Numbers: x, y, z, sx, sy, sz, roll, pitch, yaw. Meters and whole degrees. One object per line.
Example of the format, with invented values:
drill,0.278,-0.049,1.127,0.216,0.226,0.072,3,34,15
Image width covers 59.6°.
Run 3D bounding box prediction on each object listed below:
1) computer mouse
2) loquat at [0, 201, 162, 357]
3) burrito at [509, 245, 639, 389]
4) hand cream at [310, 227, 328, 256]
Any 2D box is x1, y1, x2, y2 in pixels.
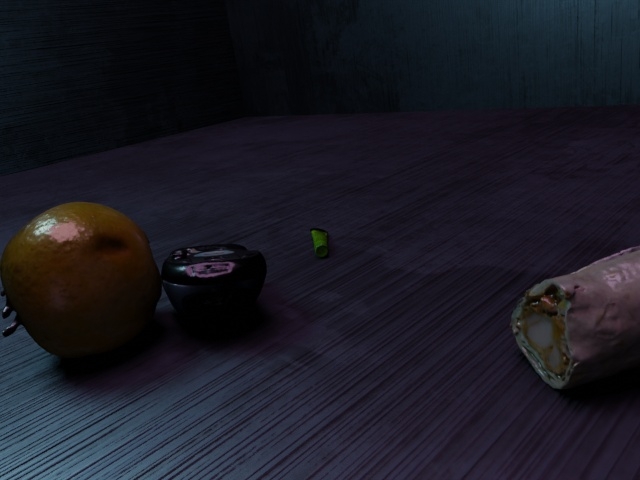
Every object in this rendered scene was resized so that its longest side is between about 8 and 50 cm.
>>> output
computer mouse,-0.150,0.058,0.789,0.137,0.096,0.233,0,4,-12
loquat,-0.320,0.047,0.740,0.213,0.213,0.213,-8,19,3
burrito,0.347,0.055,0.535,0.299,0.143,0.105,-14,52,-1
hand cream,0.000,0.000,1.000,0.036,0.023,0.122,11,17,-5
